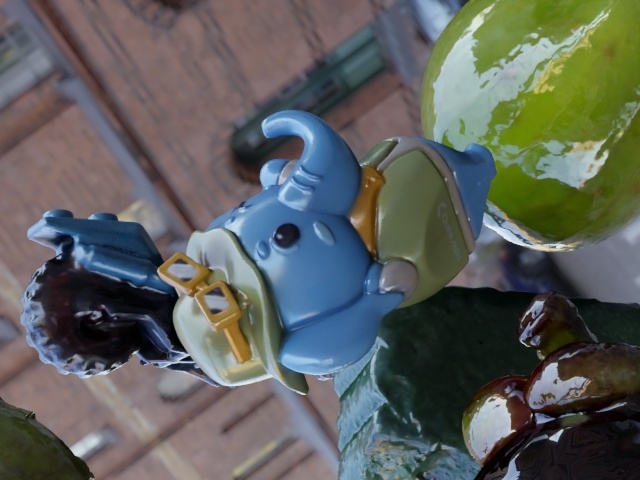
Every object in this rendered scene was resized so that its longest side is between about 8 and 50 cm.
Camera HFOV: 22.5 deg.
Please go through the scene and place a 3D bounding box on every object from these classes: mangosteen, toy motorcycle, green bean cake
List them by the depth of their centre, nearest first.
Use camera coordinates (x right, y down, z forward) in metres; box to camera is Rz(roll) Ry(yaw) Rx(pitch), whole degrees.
[{"bbox_3d":[0.168,0.150,0.864,0.228,0.228,0.265,78,173,-78],"label":"mangosteen"},{"bbox_3d":[0.169,0.201,1.416,0.169,0.308,0.300,123,150,-52],"label":"green bean cake"},{"bbox_3d":[-0.114,0.031,1.670,0.172,0.416,0.232,-29,63,57],"label":"toy motorcycle"}]

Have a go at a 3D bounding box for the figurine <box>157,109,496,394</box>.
[{"bbox_3d":[0.002,0.003,1.193,0.180,0.262,0.154,37,153,15],"label":"figurine"}]

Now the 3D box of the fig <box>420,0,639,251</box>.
[{"bbox_3d":[0.239,-0.152,1.515,0.258,0.326,0.258,24,-146,-17],"label":"fig"}]

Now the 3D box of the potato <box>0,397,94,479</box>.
[{"bbox_3d":[-0.221,0.124,0.846,0.225,0.117,0.090,19,155,13],"label":"potato"}]
